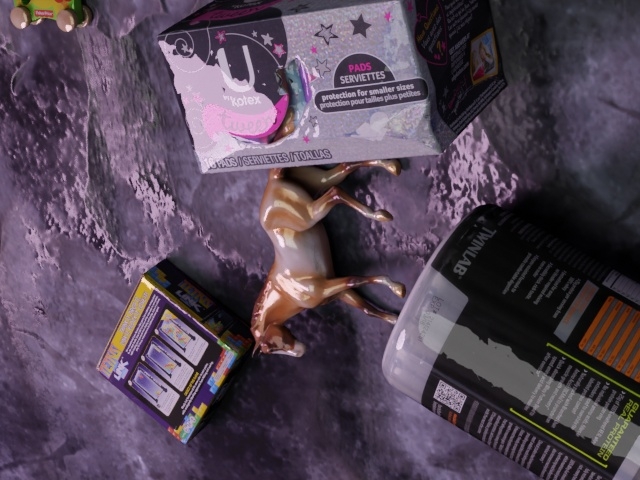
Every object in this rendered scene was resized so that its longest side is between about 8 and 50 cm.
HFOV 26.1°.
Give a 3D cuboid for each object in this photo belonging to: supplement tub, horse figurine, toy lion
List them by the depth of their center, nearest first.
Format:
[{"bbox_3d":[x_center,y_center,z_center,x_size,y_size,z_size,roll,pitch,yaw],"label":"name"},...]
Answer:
[{"bbox_3d":[0.230,0.119,1.213,0.316,0.193,0.194,31,127,14],"label":"supplement tub"},{"bbox_3d":[0.000,0.000,1.372,0.174,0.066,0.263,3,119,23],"label":"horse figurine"},{"bbox_3d":[-0.276,-0.266,1.419,0.100,0.034,0.096,7,111,28],"label":"toy lion"}]

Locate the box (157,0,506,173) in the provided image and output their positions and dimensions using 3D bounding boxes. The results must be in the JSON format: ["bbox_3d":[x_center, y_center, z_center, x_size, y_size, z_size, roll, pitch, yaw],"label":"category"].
[{"bbox_3d":[0.011,-0.159,1.214,0.247,0.163,0.142,-3,115,32],"label":"box"}]

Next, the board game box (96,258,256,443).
[{"bbox_3d":[-0.163,0.127,1.549,0.141,0.048,0.170,39,129,10],"label":"board game box"}]
